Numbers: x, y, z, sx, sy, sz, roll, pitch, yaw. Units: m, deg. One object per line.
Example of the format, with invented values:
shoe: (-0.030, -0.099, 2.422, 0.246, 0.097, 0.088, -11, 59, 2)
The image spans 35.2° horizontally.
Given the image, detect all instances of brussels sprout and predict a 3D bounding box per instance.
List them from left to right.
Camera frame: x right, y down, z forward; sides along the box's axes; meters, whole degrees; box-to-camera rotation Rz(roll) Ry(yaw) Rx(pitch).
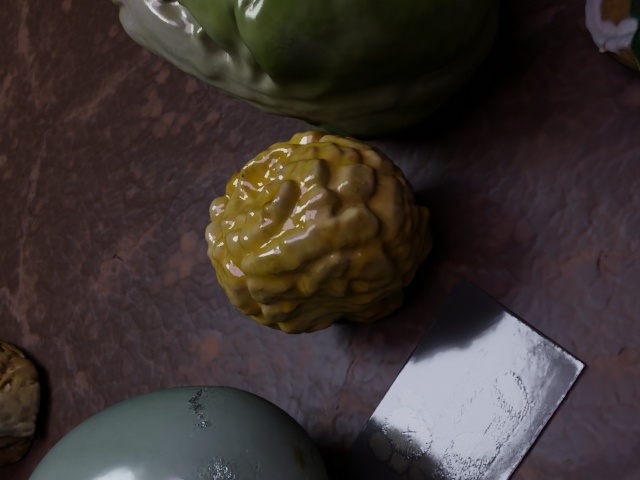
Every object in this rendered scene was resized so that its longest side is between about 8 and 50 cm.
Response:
brussels sprout: (-0.001, -0.199, 0.790, 0.317, 0.274, 0.242, 7, 101, 43)

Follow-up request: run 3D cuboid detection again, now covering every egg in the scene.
egg: (-0.118, 0.218, 0.775, 0.283, 0.203, 0.203, -32, 58, 29)

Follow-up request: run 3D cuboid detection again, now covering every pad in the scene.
pad: (0.101, 0.137, 0.767, 0.127, 0.004, 0.190, 37, 98, 39)

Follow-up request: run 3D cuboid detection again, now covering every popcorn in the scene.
popcorn: (0.000, 0.000, 0.792, 0.180, 0.170, 0.180, 2, 101, 8)

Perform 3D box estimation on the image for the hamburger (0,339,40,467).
hamburger: (-0.471, 0.169, 1.056, 0.330, 0.209, 0.162, -8, 70, 33)

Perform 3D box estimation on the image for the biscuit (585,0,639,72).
biscuit: (0.293, -0.164, 0.626, 0.344, 0.057, 0.287, 32, 98, 58)
